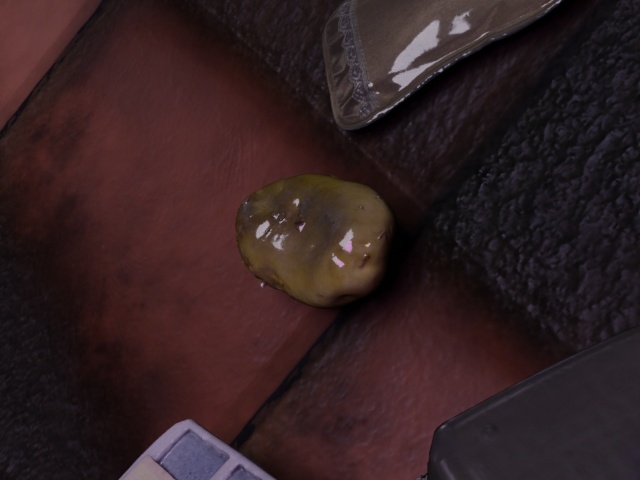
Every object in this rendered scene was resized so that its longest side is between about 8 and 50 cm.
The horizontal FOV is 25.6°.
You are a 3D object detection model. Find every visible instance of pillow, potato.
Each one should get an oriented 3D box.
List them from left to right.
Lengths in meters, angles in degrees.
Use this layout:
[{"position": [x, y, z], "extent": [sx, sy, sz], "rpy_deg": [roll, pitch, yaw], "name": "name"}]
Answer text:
[{"position": [0.000, 0.000, 0.970], "extent": [0.138, 0.070, 0.092], "rpy_deg": [20, 79, 44], "name": "potato"}, {"position": [0.090, -0.167, 1.014], "extent": [0.217, 0.033, 0.130], "rpy_deg": [-28, 49, 27], "name": "pillow"}]

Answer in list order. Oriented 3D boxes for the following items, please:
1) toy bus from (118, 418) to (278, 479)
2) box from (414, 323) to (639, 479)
[{"position": [-0.009, 0.231, 0.821], "extent": [0.138, 0.097, 0.342], "rpy_deg": [-48, 41, -15], "name": "toy bus"}, {"position": [0.176, 0.174, 0.601], "extent": [0.220, 0.166, 0.290], "rpy_deg": [-24, 44, -13], "name": "box"}]
